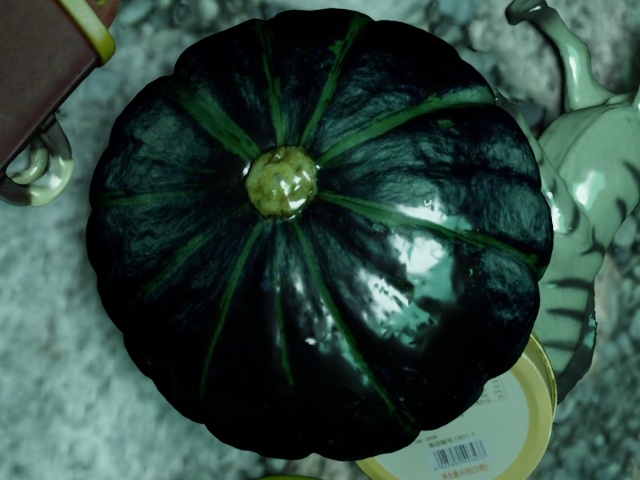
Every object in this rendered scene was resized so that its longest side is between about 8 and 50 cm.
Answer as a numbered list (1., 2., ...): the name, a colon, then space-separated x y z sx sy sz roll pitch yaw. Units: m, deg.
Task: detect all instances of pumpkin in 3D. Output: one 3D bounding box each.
1. pumpkin: -0.002 -0.002 0.558 0.194 0.194 0.150 -40 142 -16

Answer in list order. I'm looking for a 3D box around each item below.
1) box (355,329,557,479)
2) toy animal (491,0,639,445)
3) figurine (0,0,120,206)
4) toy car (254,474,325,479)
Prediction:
1. box: 0.060 0.076 0.643 0.105 0.037 0.105 3 113 7
2. toy animal: 0.126 -0.023 0.675 0.217 0.073 0.176 -44 120 -19
3. figurine: -0.131 -0.060 0.541 0.154 0.082 0.098 -50 129 -12
4. toy car: -0.027 0.231 0.592 0.248 0.142 0.200 -48 116 -11
